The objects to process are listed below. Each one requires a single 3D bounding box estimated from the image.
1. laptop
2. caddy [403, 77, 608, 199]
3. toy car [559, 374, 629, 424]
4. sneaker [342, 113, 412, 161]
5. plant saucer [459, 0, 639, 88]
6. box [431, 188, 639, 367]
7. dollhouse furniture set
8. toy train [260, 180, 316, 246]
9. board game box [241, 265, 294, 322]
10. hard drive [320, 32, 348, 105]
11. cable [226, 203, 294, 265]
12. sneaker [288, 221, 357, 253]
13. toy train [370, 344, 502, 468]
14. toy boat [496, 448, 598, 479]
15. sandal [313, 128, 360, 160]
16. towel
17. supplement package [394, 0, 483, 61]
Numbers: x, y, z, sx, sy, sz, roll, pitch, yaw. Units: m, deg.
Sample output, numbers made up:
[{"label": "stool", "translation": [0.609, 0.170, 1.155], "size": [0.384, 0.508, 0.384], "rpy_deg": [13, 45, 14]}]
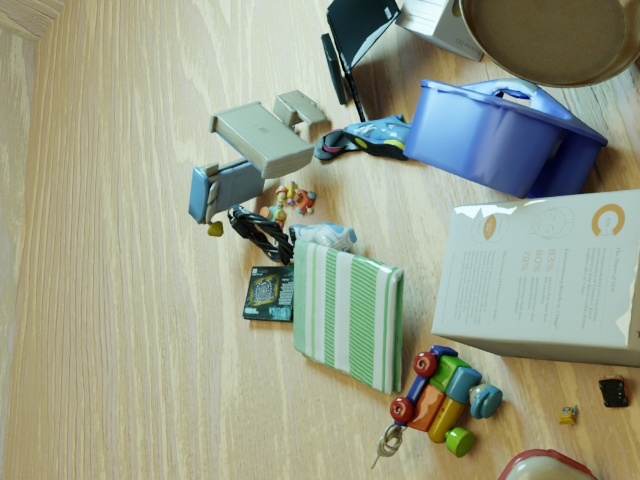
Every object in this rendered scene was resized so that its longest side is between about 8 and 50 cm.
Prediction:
[{"label": "laptop", "translation": [0.102, -0.412, 1.827], "size": [0.136, 0.264, 0.234], "rpy_deg": [-18, 47, 4]}, {"label": "caddy", "translation": [0.295, -0.175, 1.408], "size": [0.341, 0.241, 0.179], "rpy_deg": [31, 105, 53]}, {"label": "toy car", "translation": [0.389, 0.221, 1.258], "size": [0.122, 0.060, 0.040], "rpy_deg": [-26, 22, 35]}, {"label": "sneaker", "translation": [0.131, -0.219, 1.783], "size": [0.209, 0.069, 0.082], "rpy_deg": [19, 71, 51]}, {"label": "plant saucer", "translation": [0.374, -0.371, 1.405], "size": [0.050, 0.311, 0.310], "rpy_deg": [99, 176, -70]}, {"label": "box", "translation": [0.357, 0.061, 1.275], "size": [0.345, 0.168, 0.215], "rpy_deg": [-3, 71, 52]}, {"label": "dollhouse furniture set", "translation": [-0.123, -0.143, 2.008], "size": [0.198, 0.286, 0.303], "rpy_deg": [43, 137, 28]}, {"label": "toy train", "translation": [-0.084, -0.072, 2.000], "size": [0.166, 0.046, 0.125], "rpy_deg": [-49, 41, 25]}, {"label": "board game box", "translation": [-0.104, 0.120, 1.953], "size": [0.186, 0.026, 0.126], "rpy_deg": [-2, 72, 51]}, {"label": "hard drive", "translation": [0.031, -0.381, 1.936], "size": [0.022, 0.135, 0.094], "rpy_deg": [-17, 51, 1]}, {"label": "cable", "translation": [-0.117, -0.012, 1.913], "size": [0.150, 0.184, 0.047], "rpy_deg": [4, 52, 51]}, {"label": "sneaker", "translation": [0.000, 0.000, 1.848], "size": [0.237, 0.086, 0.085], "rpy_deg": [10, 118, 64]}, {"label": "toy train", "translation": [0.191, 0.312, 1.440], "size": [0.143, 0.105, 0.248], "rpy_deg": [33, 100, 39]}, {"label": "toy boat", "translation": [0.293, 0.394, 1.255], "size": [0.231, 0.151, 0.151], "rpy_deg": [-60, 7, 12]}, {"label": "sandal", "translation": [0.040, -0.220, 1.915], "size": [0.179, 0.040, 0.067], "rpy_deg": [-7, 70, 50]}, {"label": "towel", "translation": [0.048, 0.141, 1.681], "size": [0.325, 0.038, 0.248], "rpy_deg": [14, 107, 55]}, {"label": "supplement package", "translation": [0.274, -0.488, 1.660], "size": [0.134, 0.139, 0.244], "rpy_deg": [38, 107, 53]}]
